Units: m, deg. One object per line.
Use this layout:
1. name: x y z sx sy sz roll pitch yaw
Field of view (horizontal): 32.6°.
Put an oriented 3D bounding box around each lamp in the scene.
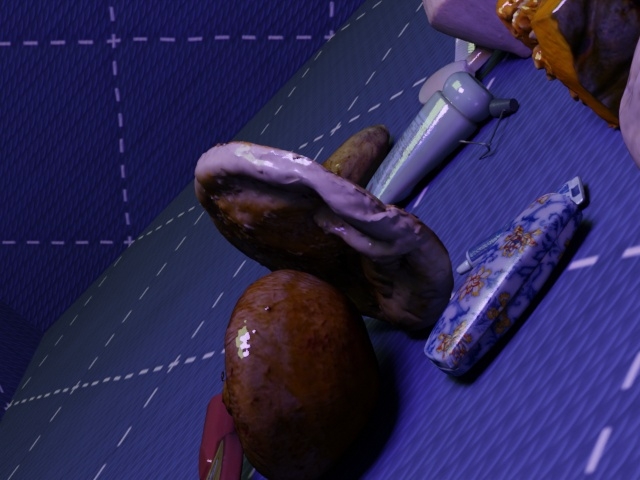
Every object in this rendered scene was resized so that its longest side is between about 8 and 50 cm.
1. lamp: 0.272 -0.181 1.703 0.054 0.041 0.121 -7 40 54

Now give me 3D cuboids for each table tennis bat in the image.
1. table tennis bat: -0.144 0.346 1.395 0.414 0.051 0.268 -85 16 -58

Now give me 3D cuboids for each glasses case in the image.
1. glasses case: 0.211 0.049 1.260 0.248 0.065 0.087 -50 14 -8

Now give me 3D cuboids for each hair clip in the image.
1. hair clip: 0.256 -0.300 1.979 0.159 0.071 0.218 -28 30 46

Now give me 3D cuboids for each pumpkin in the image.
1. pumpkin: 0.376 -0.301 1.390 0.256 0.225 0.303 -51 21 7

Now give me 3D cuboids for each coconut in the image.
1. coconut: 0.303 -0.462 1.859 0.329 0.329 0.328 -44 16 16

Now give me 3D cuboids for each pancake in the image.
1. pancake: -0.001 0.000 1.385 0.082 0.387 0.387 -62 19 -19

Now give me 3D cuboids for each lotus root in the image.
1. lotus root: 0.049 -0.129 2.069 0.110 0.097 0.258 -33 18 52

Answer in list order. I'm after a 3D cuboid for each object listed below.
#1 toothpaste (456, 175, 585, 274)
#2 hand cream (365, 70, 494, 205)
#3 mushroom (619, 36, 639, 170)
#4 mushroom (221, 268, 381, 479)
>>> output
1. toothpaste: 0.248 -0.012 1.365 0.197 0.035 0.057 -37 25 27
2. hand cream: 0.160 -0.148 1.820 0.306 0.093 0.147 -46 14 16
3. mushroom: 0.359 -0.040 0.809 0.314 0.315 0.336 -59 -12 -32
4. mushroom: -0.026 0.166 1.349 0.283 0.195 0.263 114 148 -74
